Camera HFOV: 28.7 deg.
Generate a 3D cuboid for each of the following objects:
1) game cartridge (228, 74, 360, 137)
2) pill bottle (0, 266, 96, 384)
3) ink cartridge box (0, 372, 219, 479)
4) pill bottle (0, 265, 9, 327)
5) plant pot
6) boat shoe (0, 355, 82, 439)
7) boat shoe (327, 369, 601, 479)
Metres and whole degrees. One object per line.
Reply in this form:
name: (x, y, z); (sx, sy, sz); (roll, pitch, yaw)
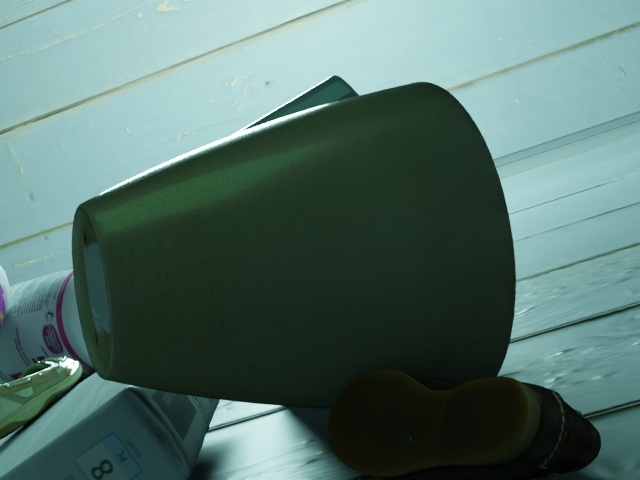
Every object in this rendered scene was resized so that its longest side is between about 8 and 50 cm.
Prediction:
game cartridge: (0.000, 0.000, 1.138); (0.198, 0.297, 0.062); (-34, 44, -14)
pill bottle: (-0.386, 0.129, 1.831); (0.283, 0.160, 0.160); (-15, 7, 42)
ink cartridge box: (-0.267, 0.229, 1.063); (0.385, 0.091, 0.308); (-36, 5, 4)
pill bottle: (-0.519, 0.147, 1.649); (0.169, 0.169, 0.301); (-18, 35, 13)
plant pot: (-0.038, 0.018, 0.935); (0.274, 0.257, 0.256); (-7, 1, -21)
boat shoe: (-0.275, 0.137, 1.183); (0.056, 0.048, 0.153); (-32, 5, 23)
boat shoe: (0.086, 0.126, 0.803); (0.073, 0.073, 0.207); (21, -15, -31)
